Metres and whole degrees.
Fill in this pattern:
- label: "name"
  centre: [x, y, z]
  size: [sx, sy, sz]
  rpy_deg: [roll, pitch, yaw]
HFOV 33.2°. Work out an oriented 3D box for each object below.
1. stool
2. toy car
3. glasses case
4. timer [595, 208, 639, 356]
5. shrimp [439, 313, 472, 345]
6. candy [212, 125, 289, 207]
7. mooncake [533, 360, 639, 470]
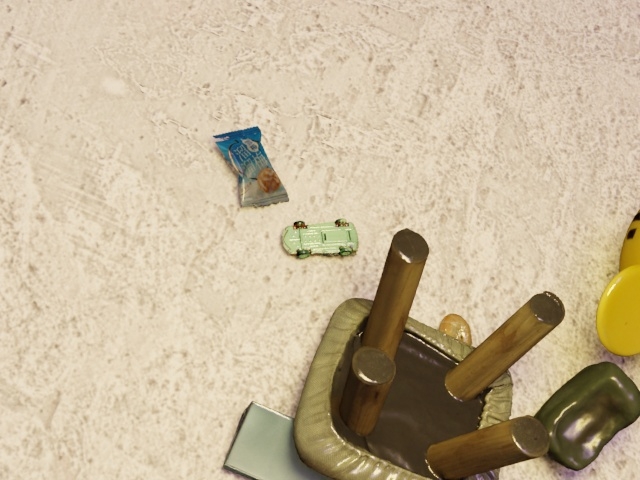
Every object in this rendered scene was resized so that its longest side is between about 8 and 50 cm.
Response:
- label: "stool"
  centre: [0.153, 0.192, 1.475]
  size: [0.310, 0.226, 0.310]
  rpy_deg: [24, 50, -4]
- label: "toy car"
  centre: [0.000, 0.000, 1.673]
  size: [0.122, 0.035, 0.059]
  rpy_deg: [-4, 67, -10]
- label: "glasses case"
  centre: [0.002, 0.323, 1.523]
  size: [0.266, 0.056, 0.105]
  rpy_deg: [24, 86, -5]
- label: "timer"
  centre: [0.609, 0.079, 1.675]
  size: [0.376, 0.376, 0.387]
  rpy_deg: [39, 86, 3]
- label: "shrimp"
  centre: [0.208, 0.164, 1.670]
  size: [0.059, 0.023, 0.108]
  rpy_deg: [22, 62, -17]
- label: "candy"
  centre: [-0.110, -0.113, 1.692]
  size: [0.088, 0.038, 0.136]
  rpy_deg: [-16, 78, -37]
- label: "mooncake"
  centre: [0.400, 0.262, 1.604]
  size: [0.104, 0.175, 0.168]
  rpy_deg: [48, 36, 8]
